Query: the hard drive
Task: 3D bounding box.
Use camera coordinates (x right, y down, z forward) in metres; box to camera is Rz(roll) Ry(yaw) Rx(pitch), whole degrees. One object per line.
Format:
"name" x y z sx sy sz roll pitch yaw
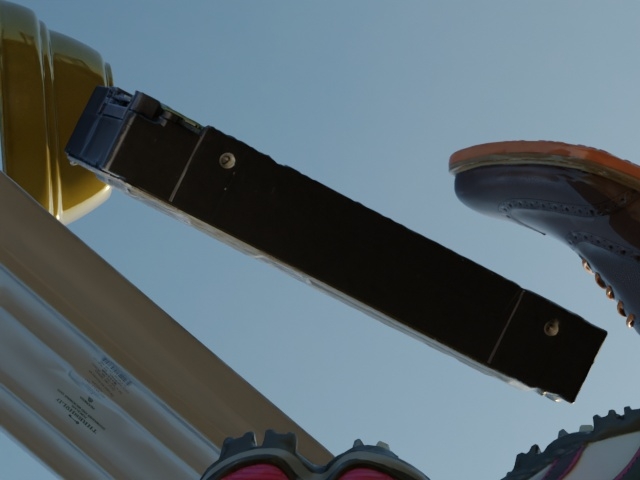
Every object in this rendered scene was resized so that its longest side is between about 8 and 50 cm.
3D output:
"hard drive" 0.000 0.000 1.304 0.339 0.237 0.064 28 -92 -15

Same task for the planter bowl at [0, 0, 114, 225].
"planter bowl" -0.204 -0.087 1.520 0.090 0.217 0.217 -3 -72 -9

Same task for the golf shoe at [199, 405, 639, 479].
"golf shoe" 0.081 0.136 0.727 0.120 0.273 0.105 -85 -16 -48

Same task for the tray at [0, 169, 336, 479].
"tray" -0.125 0.088 1.072 0.270 0.145 0.030 41 -146 -5

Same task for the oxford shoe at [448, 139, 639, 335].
"oxford shoe" 0.241 0.007 1.515 0.130 0.363 0.133 15 -89 -51
